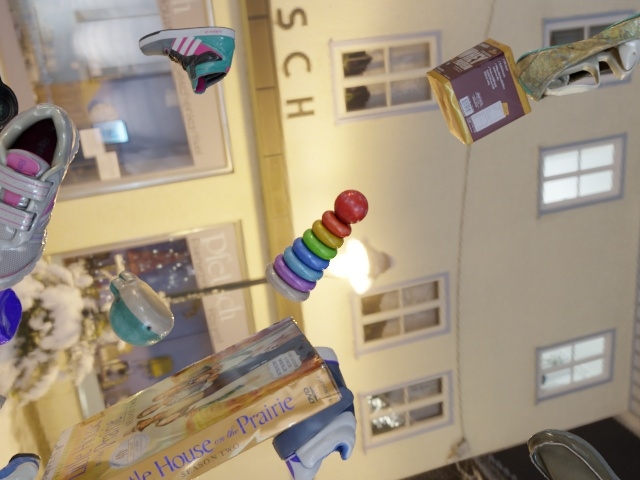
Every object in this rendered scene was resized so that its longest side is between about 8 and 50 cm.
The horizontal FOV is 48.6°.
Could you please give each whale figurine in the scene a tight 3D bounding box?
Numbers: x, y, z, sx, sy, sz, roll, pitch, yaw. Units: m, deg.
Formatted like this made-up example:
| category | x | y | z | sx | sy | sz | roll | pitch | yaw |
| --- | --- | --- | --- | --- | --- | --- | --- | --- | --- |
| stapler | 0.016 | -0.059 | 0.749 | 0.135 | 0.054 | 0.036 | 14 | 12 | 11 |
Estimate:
| category | x | y | z | sx | sy | sz | roll | pitch | yaw |
| --- | --- | --- | --- | --- | --- | --- | --- | --- | --- |
| whale figurine | -0.514 | 0.189 | 1.954 | 0.216 | 0.141 | 0.272 | 47 | -2 | -36 |

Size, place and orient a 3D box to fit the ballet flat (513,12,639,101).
| category | x | y | z | sx | sy | sz | roll | pitch | yaw |
| --- | --- | --- | --- | --- | --- | --- | --- | --- | --- |
| ballet flat | 0.582 | -0.376 | 1.484 | 0.123 | 0.349 | 0.123 | 161 | -90 | -88 |

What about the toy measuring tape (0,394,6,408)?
| category | x | y | z | sx | sy | sz | roll | pitch | yaw |
| --- | --- | --- | --- | --- | --- | --- | --- | --- | --- |
| toy measuring tape | -0.594 | 0.346 | 1.131 | 0.330 | 0.121 | 0.121 | -54 | -149 | 10 |

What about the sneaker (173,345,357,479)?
| category | x | y | z | sx | sy | sz | roll | pitch | yaw |
| --- | --- | --- | --- | --- | --- | --- | --- | --- | --- |
| sneaker | -0.091 | 0.323 | 1.261 | 0.130 | 0.323 | 0.236 | 117 | -36 | -57 |

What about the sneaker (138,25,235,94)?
| category | x | y | z | sx | sy | sz | roll | pitch | yaw |
| --- | --- | --- | --- | --- | --- | --- | --- | --- | --- |
| sneaker | -0.391 | -0.520 | 2.086 | 0.124 | 0.296 | 0.178 | 11 | 77 | -78 |

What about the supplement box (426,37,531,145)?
| category | x | y | z | sx | sy | sz | roll | pitch | yaw |
| --- | --- | --- | --- | --- | --- | --- | --- | --- | --- |
| supplement box | 0.416 | -0.392 | 1.863 | 0.191 | 0.194 | 0.129 | 61 | 2 | -29 |

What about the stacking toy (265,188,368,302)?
| category | x | y | z | sx | sy | sz | roll | pitch | yaw |
| --- | --- | --- | --- | --- | --- | --- | --- | --- | --- |
| stacking toy | 0.000 | 0.000 | 1.831 | 0.330 | 0.141 | 0.141 | -52 | -142 | 18 |

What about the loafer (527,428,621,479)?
| category | x | y | z | sx | sy | sz | roll | pitch | yaw |
| --- | --- | --- | --- | --- | --- | --- | --- | --- | --- |
| loafer | 0.463 | 0.428 | 1.217 | 0.251 | 0.087 | 0.094 | 40 | -56 | 12 |

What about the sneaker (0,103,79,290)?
| category | x | y | z | sx | sy | sz | roll | pitch | yaw |
| --- | --- | --- | --- | --- | --- | --- | --- | --- | --- |
| sneaker | -0.369 | -0.064 | 0.858 | 0.111 | 0.103 | 0.252 | 150 | -46 | -68 |

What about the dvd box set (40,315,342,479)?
| category | x | y | z | sx | sy | sz | roll | pitch | yaw |
| --- | --- | --- | --- | --- | --- | --- | --- | --- | --- |
| dvd box set | -0.195 | 0.259 | 1.040 | 0.062 | 0.421 | 0.307 | 65 | -7 | -10 |

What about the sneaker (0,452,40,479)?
| category | x | y | z | sx | sy | sz | roll | pitch | yaw |
| --- | --- | --- | --- | --- | --- | --- | --- | --- | --- |
| sneaker | -0.699 | 0.526 | 1.581 | 0.058 | 0.152 | 0.084 | 65 | -6 | -13 |

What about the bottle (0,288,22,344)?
| category | x | y | z | sx | sy | sz | roll | pitch | yaw |
| --- | --- | --- | --- | --- | --- | --- | --- | --- | --- |
| bottle | -0.709 | 0.152 | 1.314 | 0.118 | 0.283 | 0.092 | -93 | 174 | -48 |

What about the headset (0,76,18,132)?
| category | x | y | z | sx | sy | sz | roll | pitch | yaw |
| --- | --- | --- | --- | --- | --- | --- | --- | --- | --- |
| headset | -0.842 | -0.285 | 1.676 | 0.244 | 0.185 | 0.393 | -20 | -87 | 36 |
